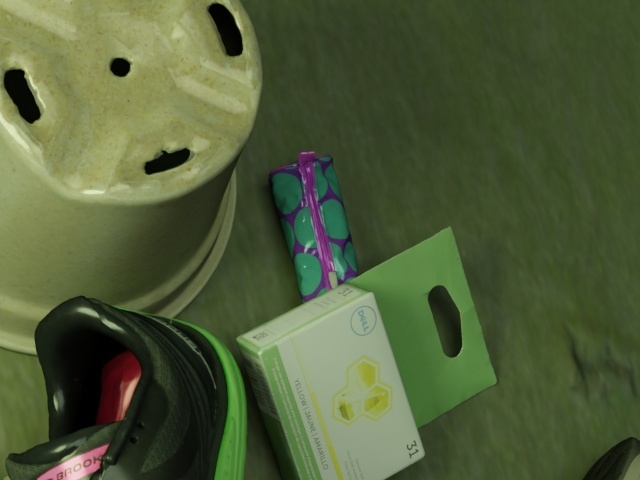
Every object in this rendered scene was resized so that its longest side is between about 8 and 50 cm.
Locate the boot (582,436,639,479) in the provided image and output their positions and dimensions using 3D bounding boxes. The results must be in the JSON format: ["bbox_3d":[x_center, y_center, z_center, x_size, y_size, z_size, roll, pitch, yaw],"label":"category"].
[{"bbox_3d":[0.309,0.396,1.760,0.284,0.138,0.377,31,61,-8],"label":"boot"}]

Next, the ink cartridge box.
[{"bbox_3d":[0.056,0.113,1.758,0.235,0.056,0.171,-26,113,-21],"label":"ink cartridge box"}]

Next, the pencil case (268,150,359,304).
[{"bbox_3d":[0.000,0.000,1.798,0.064,0.070,0.151,-14,78,-7],"label":"pencil case"}]

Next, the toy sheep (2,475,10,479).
[{"bbox_3d":[-0.209,0.235,1.661,0.132,0.091,0.091,31,68,7],"label":"toy sheep"}]

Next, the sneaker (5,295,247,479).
[{"bbox_3d":[-0.148,0.239,1.496,0.202,0.185,0.483,33,28,-38],"label":"sneaker"}]

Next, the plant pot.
[{"bbox_3d":[-0.192,-0.095,1.634,0.334,0.305,0.333,5,75,-17],"label":"plant pot"}]
